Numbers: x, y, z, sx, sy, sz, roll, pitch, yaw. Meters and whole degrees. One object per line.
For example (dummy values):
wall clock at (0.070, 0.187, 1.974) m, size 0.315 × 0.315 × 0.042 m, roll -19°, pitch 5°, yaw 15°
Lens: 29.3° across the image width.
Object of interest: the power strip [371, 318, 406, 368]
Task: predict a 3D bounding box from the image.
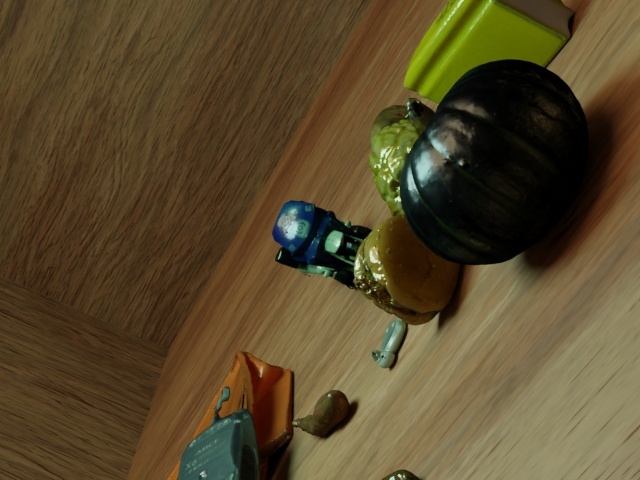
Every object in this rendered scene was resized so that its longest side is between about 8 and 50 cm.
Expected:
power strip at (0.097, 0.144, 1.758) m, size 0.055 × 0.035 × 0.083 m, roll -51°, pitch 15°, yaw 53°

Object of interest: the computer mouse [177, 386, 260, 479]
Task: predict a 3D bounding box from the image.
computer mouse at (-0.159, 0.375, 2.002) m, size 0.167 × 0.090 × 0.379 m, roll -32°, pitch 26°, yaw 23°

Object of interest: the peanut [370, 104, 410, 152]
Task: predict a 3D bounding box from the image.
peanut at (0.135, -0.165, 2.127) m, size 0.229 × 0.098 × 0.103 m, roll -85°, pitch -18°, yaw -64°

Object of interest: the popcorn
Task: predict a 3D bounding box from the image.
popcorn at (0.141, -0.092, 1.786) m, size 0.142 × 0.173 × 0.173 m, roll -44°, pitch 8°, yaw -8°

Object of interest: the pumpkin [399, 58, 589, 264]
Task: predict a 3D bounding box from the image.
pumpkin at (0.187, -0.097, 1.399) m, size 0.250 × 0.216 × 0.250 m, roll -54°, pitch -3°, yaw -4°

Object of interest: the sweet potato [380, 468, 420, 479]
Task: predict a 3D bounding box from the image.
sweet potato at (0.015, 0.365, 1.530) m, size 0.108 × 0.079 × 0.346 m, roll -57°, pitch 7°, yaw -34°

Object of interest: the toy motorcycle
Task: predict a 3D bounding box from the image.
toy motorcycle at (0.000, 0.000, 2.122) m, size 0.125 × 0.196 × 0.331 m, roll -66°, pitch 12°, yaw -3°

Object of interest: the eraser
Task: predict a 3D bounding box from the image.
eraser at (0.232, -0.271, 1.718) m, size 0.226 × 0.158 × 0.069 m, roll -52°, pitch 14°, yaw 48°

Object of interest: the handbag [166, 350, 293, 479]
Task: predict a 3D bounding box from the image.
handbag at (-0.191, 0.431, 2.284) m, size 0.410 × 0.116 × 0.303 m, roll -61°, pitch 12°, yaw 18°

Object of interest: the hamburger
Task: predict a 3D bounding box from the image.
hamburger at (0.116, 0.036, 1.627) m, size 0.083 × 0.138 × 0.147 m, roll -55°, pitch 7°, yaw 47°

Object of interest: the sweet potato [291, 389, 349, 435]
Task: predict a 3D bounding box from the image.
sweet potato at (0.001, 0.274, 1.896) m, size 0.214 × 0.050 × 0.050 m, roll 127°, pitch 165°, yaw -62°
